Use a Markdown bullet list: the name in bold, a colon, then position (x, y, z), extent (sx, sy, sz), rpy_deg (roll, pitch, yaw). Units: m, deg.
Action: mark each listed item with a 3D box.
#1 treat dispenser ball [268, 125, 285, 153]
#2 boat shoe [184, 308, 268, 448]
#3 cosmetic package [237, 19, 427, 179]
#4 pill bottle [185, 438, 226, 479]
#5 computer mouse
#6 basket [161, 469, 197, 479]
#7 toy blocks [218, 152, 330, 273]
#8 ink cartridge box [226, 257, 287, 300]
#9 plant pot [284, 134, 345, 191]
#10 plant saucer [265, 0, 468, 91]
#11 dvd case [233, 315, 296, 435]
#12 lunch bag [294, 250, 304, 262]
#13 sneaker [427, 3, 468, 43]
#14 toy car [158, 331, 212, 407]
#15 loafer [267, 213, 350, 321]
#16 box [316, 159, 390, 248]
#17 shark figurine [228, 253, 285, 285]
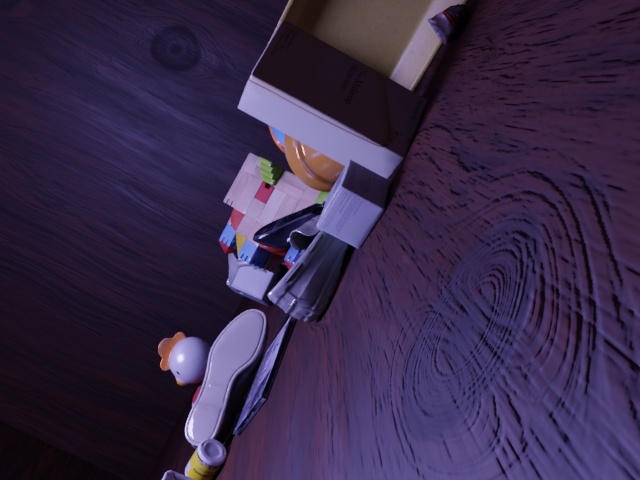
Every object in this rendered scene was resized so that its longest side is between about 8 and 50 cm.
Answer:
- **treat dispenser ball**: position (-0.003, -0.345, 2.122), extent (0.288, 0.288, 0.288), rpy_deg (-61, 6, 12)
- **boat shoe**: position (-0.207, 0.317, 1.765), extent (0.095, 0.112, 0.335), rpy_deg (67, -136, -62)
- **cosmetic package**: position (0.023, -0.253, 1.437), extent (0.160, 0.309, 0.113), rpy_deg (-67, 7, -30)
- **pill bottle**: position (-0.249, 0.481, 1.653), extent (0.116, 0.065, 0.065), rpy_deg (-59, 7, 31)
- **computer mouse**: position (-0.026, -0.027, 1.663), extent (0.262, 0.060, 0.184), rpy_deg (-24, 14, 10)
- **basket**: position (-0.255, 0.507, 1.392), extent (0.167, 0.113, 0.103), rpy_deg (-105, 39, -81)
- **toy blocks**: position (-0.120, -0.044, 1.918), extent (0.381, 0.191, 0.261), rpy_deg (29, 91, 42)
- **ink cartridge box**: position (-0.151, 0.039, 2.310), extent (0.289, 0.122, 0.211), rpy_deg (-64, -7, -8)
- **plant pot**: position (0.053, -0.221, 1.685), extent (0.188, 0.205, 0.205), rpy_deg (-14, 47, 61)
- **plant saucer**: position (0.096, -0.471, 1.615), extent (0.333, 0.333, 0.081), rpy_deg (-59, 22, 27)
- **dvd case**: position (-0.117, 0.283, 1.636), extent (0.164, 0.018, 0.221), rpy_deg (-57, 8, 44)
- **lunch bag**: position (-0.023, 0.034, 1.712), extent (0.067, 0.065, 0.098), rpy_deg (-62, 6, 2)
- **sneaker**: position (0.258, -0.431, 1.527), extent (0.065, 0.061, 0.158), rpy_deg (-36, 11, 4)
- **toy car**: position (-0.297, 0.327, 1.898), extent (0.210, 0.238, 0.219), rpy_deg (-64, 6, -13)
- **loafer**: position (0.000, 0.000, 1.449), extent (0.112, 0.111, 0.319), rpy_deg (-53, 11, 55)
- **box**: position (0.059, -0.064, 1.357), extent (0.102, 0.087, 0.101), rpy_deg (-59, 7, 34)
- **shark figurine**: position (-0.110, 0.053, 2.031), extent (0.278, 0.116, 0.166), rpy_deg (-23, 16, -10)
